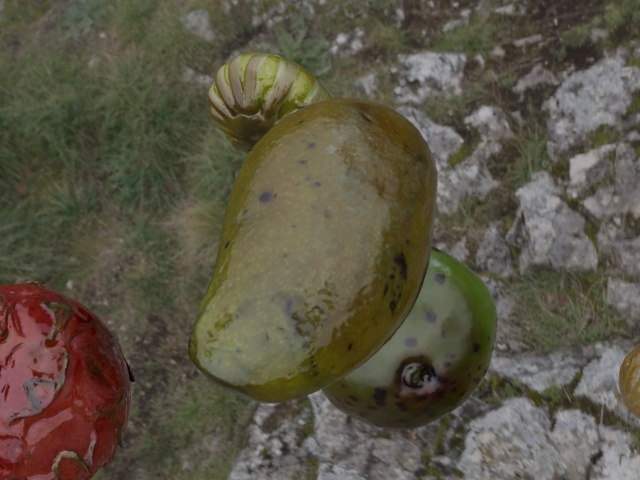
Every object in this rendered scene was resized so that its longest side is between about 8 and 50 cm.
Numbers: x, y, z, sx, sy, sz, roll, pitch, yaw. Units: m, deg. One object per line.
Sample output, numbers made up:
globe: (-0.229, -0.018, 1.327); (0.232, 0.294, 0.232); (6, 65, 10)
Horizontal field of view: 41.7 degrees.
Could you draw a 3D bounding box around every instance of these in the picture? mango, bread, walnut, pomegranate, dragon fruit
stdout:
mango: (0.008, -0.002, 0.727); (0.176, 0.175, 0.329); (-7, 36, 19)
bread: (-0.085, -0.203, 1.323); (0.213, 0.213, 0.104); (11, 59, 25)
walnut: (0.401, 0.155, 0.961); (0.124, 0.105, 0.105); (-40, 60, 3)
pomegranate: (0.098, 0.116, 1.035); (0.231, 0.286, 0.231); (0, 87, 5)
dragon fruit: (-0.329, 0.166, 0.942); (0.252, 0.241, 0.241); (39, 85, -2)
